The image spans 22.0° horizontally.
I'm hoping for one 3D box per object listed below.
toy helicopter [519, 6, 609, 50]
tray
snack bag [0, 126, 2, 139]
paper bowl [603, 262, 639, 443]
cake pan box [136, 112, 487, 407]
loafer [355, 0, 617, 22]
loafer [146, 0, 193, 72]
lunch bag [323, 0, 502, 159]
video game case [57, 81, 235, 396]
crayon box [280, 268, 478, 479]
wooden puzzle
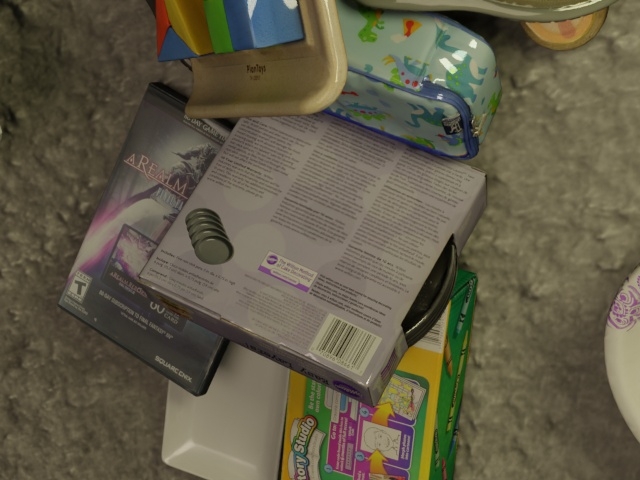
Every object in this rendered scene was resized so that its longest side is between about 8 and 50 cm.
[{"bbox_3d":[0.115,-0.304,1.482,0.355,0.140,0.235,34,111,1],"label":"toy helicopter"},{"bbox_3d":[-0.093,0.142,1.777,0.145,0.030,0.270,17,115,22],"label":"tray"},{"bbox_3d":[-0.453,-0.204,1.735,0.323,0.037,0.342,59,156,0],"label":"snack bag"},{"bbox_3d":[0.401,0.096,1.417,0.284,0.148,0.284,21,128,30],"label":"paper bowl"},{"bbox_3d":[0.000,0.000,1.571,0.267,0.246,0.070,23,161,18],"label":"cake pan box"},{"bbox_3d":[0.145,-0.242,1.390,0.251,0.094,0.087,0,123,5],"label":"loafer"},{"bbox_3d":[-0.125,-0.244,1.629,0.078,0.080,0.220,-40,87,32],"label":"loafer"},{"bbox_3d":[0.056,-0.156,1.513,0.219,0.176,0.090,22,79,14],"label":"lunch bag"},{"bbox_3d":[-0.150,-0.001,1.728,0.196,0.026,0.274,31,109,18],"label":"video game case"},{"bbox_3d":[0.056,0.152,1.674,0.165,0.081,0.278,15,113,23],"label":"crayon box"},{"bbox_3d":[-0.096,-0.277,1.409,0.322,0.080,0.348,-172,73,-66],"label":"wooden puzzle"}]
